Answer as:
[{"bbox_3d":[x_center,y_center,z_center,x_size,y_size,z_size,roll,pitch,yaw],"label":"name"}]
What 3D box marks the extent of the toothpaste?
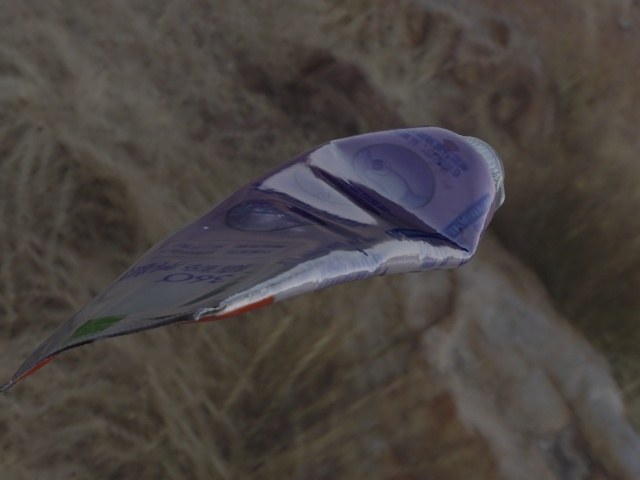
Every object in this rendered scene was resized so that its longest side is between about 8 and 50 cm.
[{"bbox_3d":[0.000,0.000,0.581,0.301,0.075,0.048,-24,119,-62],"label":"toothpaste"}]
